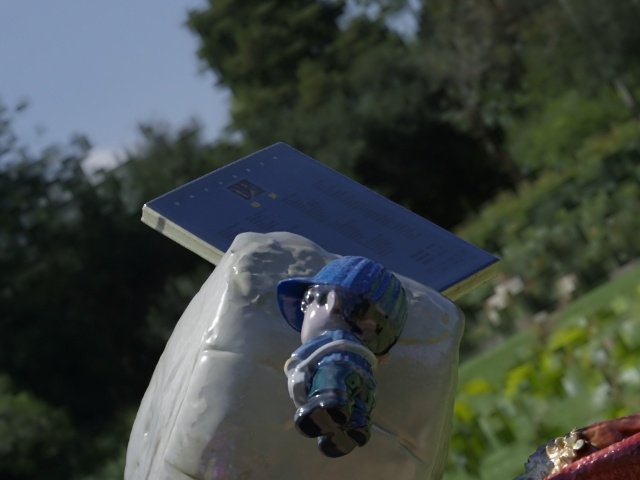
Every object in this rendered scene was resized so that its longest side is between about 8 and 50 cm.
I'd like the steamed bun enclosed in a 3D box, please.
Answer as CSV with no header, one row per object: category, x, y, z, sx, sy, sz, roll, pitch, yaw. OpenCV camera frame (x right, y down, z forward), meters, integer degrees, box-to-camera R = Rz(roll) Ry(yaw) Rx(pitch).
steamed bun,-0.035,0.199,1.551,0.236,0.247,0.383,-73,2,-51

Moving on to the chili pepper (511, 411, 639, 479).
chili pepper,0.209,0.136,1.294,0.268,0.050,0.059,-20,10,15

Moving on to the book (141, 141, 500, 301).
book,0.000,0.000,1.788,0.191,0.269,0.025,-27,-44,-43

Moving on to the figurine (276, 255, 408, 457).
figurine,0.014,0.072,1.358,0.087,0.086,0.149,-33,30,26
